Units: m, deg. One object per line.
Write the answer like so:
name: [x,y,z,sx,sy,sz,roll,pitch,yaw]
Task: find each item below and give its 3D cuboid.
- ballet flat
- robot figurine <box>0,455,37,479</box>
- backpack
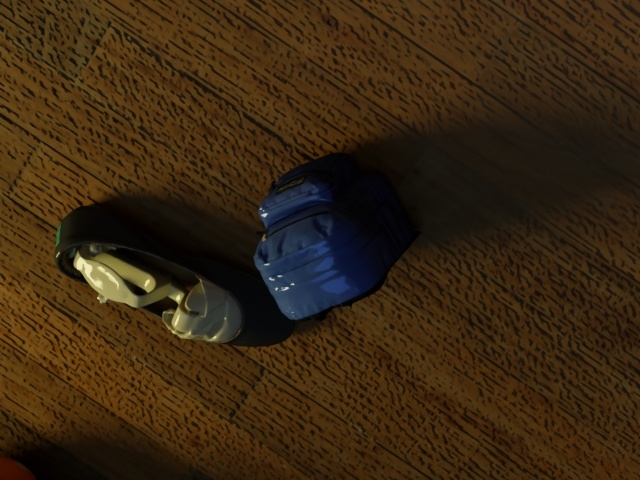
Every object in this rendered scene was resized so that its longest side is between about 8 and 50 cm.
ballet flat: [-0.120,0.041,1.492,0.203,0.074,0.074,27,121,1]
robot figurine: [-0.276,0.276,1.608,0.128,0.158,0.219,-24,83,21]
backpack: [0.000,0.000,1.406,0.098,0.120,0.101,-28,107,28]
